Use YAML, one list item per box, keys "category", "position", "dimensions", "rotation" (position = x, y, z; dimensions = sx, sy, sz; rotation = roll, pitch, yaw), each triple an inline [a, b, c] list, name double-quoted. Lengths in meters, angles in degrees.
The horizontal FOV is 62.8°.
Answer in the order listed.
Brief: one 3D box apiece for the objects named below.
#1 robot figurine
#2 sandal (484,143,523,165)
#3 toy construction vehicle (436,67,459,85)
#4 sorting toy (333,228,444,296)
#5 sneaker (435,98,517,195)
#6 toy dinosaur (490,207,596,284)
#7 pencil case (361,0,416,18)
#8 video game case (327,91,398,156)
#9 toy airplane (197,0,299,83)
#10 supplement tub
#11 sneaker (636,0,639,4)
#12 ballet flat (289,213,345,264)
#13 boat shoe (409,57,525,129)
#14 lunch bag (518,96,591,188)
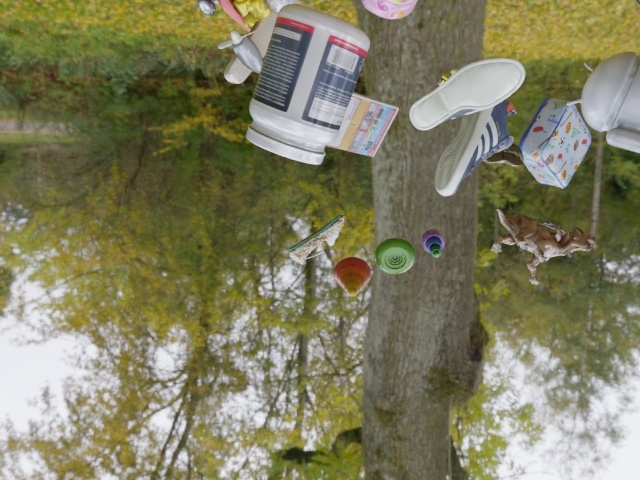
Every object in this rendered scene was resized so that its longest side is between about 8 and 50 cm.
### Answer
- category: "robot figurine"
  position: [0.805, -0.341, 1.279]
  dimensions: [0.354, 0.299, 0.199]
  rotation: [22, 159, 20]
- category: "sandal"
  position: [0.573, -0.271, 1.666]
  dimensions: [0.180, 0.072, 0.049]
  rotation: [-3, 180, -25]
- category: "toy construction vehicle"
  position: [0.402, -0.473, 1.545]
  dimensions: [0.086, 0.035, 0.098]
  rotation: [32, 163, -3]
- category: "sorting toy"
  position: [0.208, 0.084, 1.595]
  dimensions: [0.366, 0.127, 0.126]
  rotation: [-24, -156, 15]
- category: "sneaker"
  position: [0.450, -0.260, 1.470]
  dimensions: [0.148, 0.349, 0.131]
  rotation: [30, 173, -19]
- category: "toy dinosaur"
  position: [0.615, -0.017, 1.510]
  dimensions: [0.296, 0.200, 0.127]
  rotation: [36, 150, -1]
- category: "pencil case"
  position: [0.154, -0.465, 0.786]
  dimensions: [0.124, 0.124, 0.284]
  rotation: [-4, 165, -20]
- category: "video game case"
  position: [0.119, -0.407, 1.825]
  dimensions: [0.286, 0.204, 0.025]
  rotation: [6, -146, -36]
- category: "toy airplane"
  position: [-0.156, -0.687, 1.617]
  dimensions: [0.385, 0.385, 0.273]
  rotation: [-14, -171, -35]
- category: "supplement tub"
  position: [-0.031, -0.310, 1.058]
  dimensions: [0.191, 0.272, 0.191]
  rotation: [19, -164, -6]
- category: "sneaker"
  position: [1.029, -0.833, 1.692]
  dimensions: [0.051, 0.089, 0.170]
  rotation: [-33, 160, 20]
- category: "ballet flat"
  position: [0.000, 0.000, 1.829]
  dimensions: [0.241, 0.077, 0.091]
  rotation: [-34, -172, 13]
- category: "boat shoe"
  position: [0.376, -0.379, 1.337]
  dimensions: [0.320, 0.116, 0.099]
  rotation: [-19, -169, 46]
- category: "lunch bag"
  position: [0.799, -0.329, 1.772]
  dimensions: [0.115, 0.243, 0.303]
  rotation: [27, 178, 44]
